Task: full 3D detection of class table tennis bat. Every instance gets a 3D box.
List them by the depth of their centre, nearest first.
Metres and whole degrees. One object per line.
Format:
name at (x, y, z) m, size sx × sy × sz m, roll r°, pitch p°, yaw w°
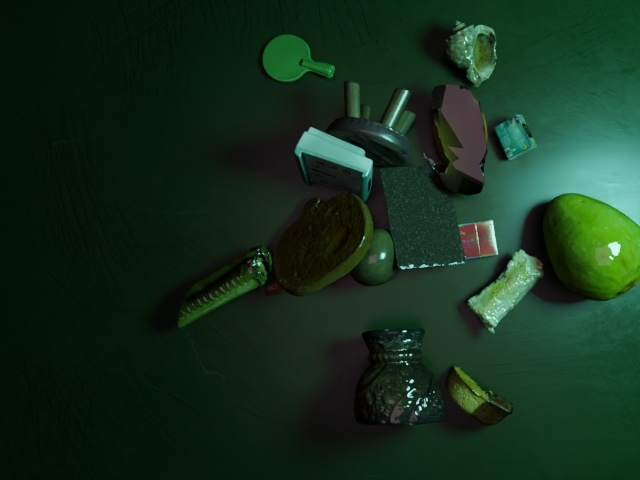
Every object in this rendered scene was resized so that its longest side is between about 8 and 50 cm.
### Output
table tennis bat at (-0.073, -0.589, 1.838) m, size 0.257 × 0.039 × 0.160 m, roll 21°, pitch 91°, yaw 14°

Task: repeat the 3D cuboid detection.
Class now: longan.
longan at (0.168, 0.051, 1.709) m, size 0.167 × 0.167 × 0.187 m, roll 20°, pitch 83°, yaw 9°

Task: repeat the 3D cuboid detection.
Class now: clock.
clock at (0.051, -0.229, 1.692) m, size 0.231 × 0.262 × 0.116 m, roll 20°, pitch 81°, yaw 9°

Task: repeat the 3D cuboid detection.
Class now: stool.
stool at (0.162, -0.347, 1.683) m, size 0.272 × 0.272 × 0.178 m, roll 16°, pitch 81°, yaw 9°

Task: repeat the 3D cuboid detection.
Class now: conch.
conch at (0.467, -0.579, 1.705) m, size 0.155 × 0.130 × 0.207 m, roll -24°, pitch 99°, yaw 20°

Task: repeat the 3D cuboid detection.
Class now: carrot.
carrot at (-0.100, 0.131, 1.804) m, size 0.186 × 0.060 × 0.060 m, roll -25°, pitch 85°, yaw 7°

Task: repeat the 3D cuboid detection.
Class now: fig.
fig at (0.763, 0.010, 1.583) m, size 0.258 × 0.258 × 0.326 m, roll -35°, pitch 67°, yaw 6°

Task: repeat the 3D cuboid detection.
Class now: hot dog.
hot dog at (0.421, -0.307, 1.719) m, size 0.194 × 0.107 × 0.326 m, roll 6°, pitch 99°, yaw 18°

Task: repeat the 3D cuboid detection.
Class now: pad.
pad at (0.310, -0.078, 1.700) m, size 0.220 × 0.004 × 0.330 m, roll -4°, pitch 72°, yaw -11°

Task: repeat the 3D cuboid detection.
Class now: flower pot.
flower pot at (0.227, 0.400, 1.655) m, size 0.267 × 0.266 × 0.267 m, roll -4°, pitch 76°, yaw 9°

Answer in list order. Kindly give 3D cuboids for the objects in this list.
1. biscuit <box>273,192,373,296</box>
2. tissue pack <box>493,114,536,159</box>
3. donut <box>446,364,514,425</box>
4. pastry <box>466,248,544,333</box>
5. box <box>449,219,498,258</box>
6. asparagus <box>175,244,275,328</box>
biscuit at (0.001, 0.001, 1.728) m, size 0.367 × 0.063 × 0.314 m, roll -33°, pitch 47°, yaw 22°
tissue pack at (0.600, -0.317, 1.705) m, size 0.085 × 0.079 × 0.111 m, roll -29°, pitch 81°, yaw 42°
donut at (0.468, 0.480, 1.674) m, size 0.217 × 0.141 × 0.085 m, roll 36°, pitch 101°, yaw 13°
pastry at (0.560, 0.146, 1.685) m, size 0.121 × 0.089 × 0.258 m, roll 41°, pitch 93°, yaw 11°
box at (0.452, 0.004, 1.727) m, size 0.175 × 0.048 × 0.112 m, roll -9°, pitch 86°, yaw 8°
asparagus at (-0.321, 0.150, 1.813) m, size 0.382 × 0.108 × 0.128 m, roll -29°, pitch 83°, yaw 8°
